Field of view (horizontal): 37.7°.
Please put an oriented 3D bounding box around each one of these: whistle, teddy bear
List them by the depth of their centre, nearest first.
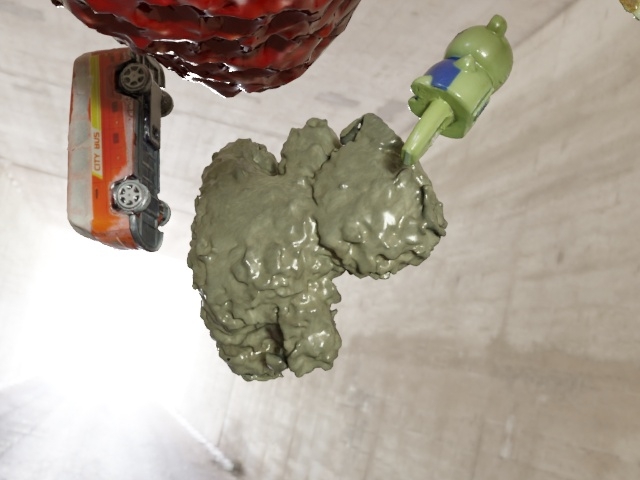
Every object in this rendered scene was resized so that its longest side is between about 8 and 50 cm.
[{"bbox_3d":[0.159,-0.176,1.115,0.085,0.227,0.105,32,-24,14],"label":"whistle"},{"bbox_3d":[0.000,0.000,1.234,0.368,0.357,0.224,-8,-14,22],"label":"teddy bear"}]

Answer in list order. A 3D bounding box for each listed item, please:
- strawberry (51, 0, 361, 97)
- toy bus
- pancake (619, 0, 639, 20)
[{"bbox_3d":[-0.091,-0.230,0.612,0.317,0.295,0.345,28,-30,13],"label":"strawberry"},{"bbox_3d":[-0.172,-0.076,0.795,0.077,0.174,0.079,-2,-11,8],"label":"toy bus"},{"bbox_3d":[0.450,-0.454,1.152,0.427,0.304,0.067,-29,-18,6],"label":"pancake"}]
